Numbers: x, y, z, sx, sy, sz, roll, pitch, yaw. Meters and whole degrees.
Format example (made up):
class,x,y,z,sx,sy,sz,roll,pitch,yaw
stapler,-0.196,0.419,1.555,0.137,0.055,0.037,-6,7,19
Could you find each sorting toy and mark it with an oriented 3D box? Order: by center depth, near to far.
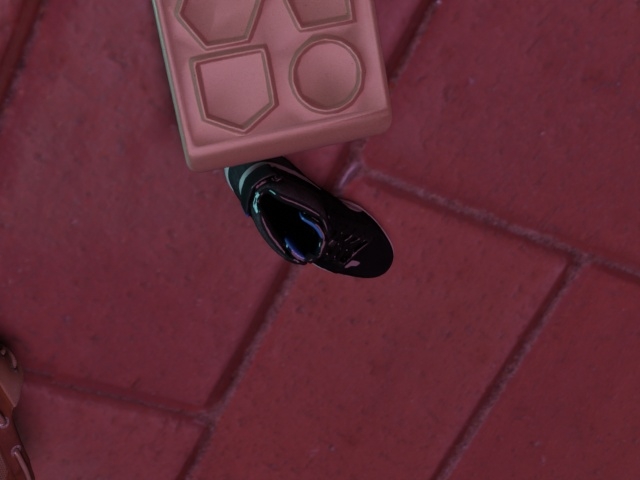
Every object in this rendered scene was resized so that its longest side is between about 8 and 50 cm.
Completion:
class,x,y,z,sx,sy,sz,roll,pitch,yaw
sorting toy,-0.043,-0.177,0.924,0.193,0.038,0.208,-13,109,-10

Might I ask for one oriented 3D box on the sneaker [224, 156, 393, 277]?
class,x,y,z,sx,sy,sz,roll,pitch,yaw
sneaker,0.000,0.000,1.010,0.217,0.121,0.079,35,106,-31

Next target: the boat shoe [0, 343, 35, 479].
class,x,y,z,sx,sy,sz,roll,pitch,yaw
boat shoe,-0.351,0.137,0.997,0.116,0.123,0.324,-28,122,-42
